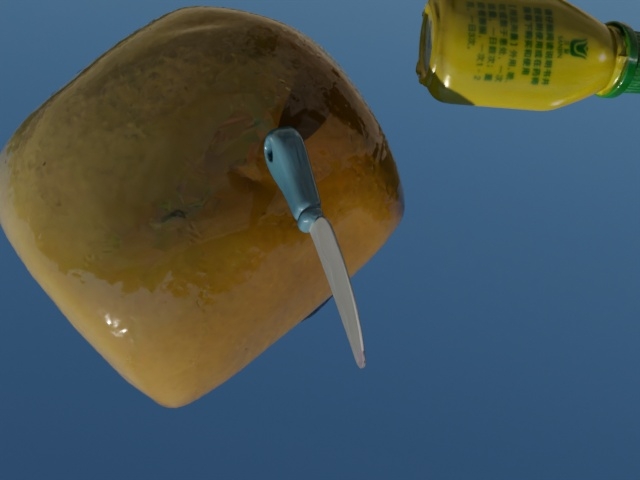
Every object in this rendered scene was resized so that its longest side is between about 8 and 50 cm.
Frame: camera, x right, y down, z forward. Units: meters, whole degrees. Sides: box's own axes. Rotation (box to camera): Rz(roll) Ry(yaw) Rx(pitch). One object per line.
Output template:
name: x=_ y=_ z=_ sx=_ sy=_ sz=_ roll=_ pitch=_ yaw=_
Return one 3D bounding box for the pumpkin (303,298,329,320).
pumpkin: x=-0.094 y=-0.005 z=1.715 sx=0.320 sy=0.192 sz=0.320 roll=-11 pitch=-166 yaw=3

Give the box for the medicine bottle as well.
medicine bottle: x=0.246 y=-0.174 z=1.263 sx=0.309 sy=0.111 sz=0.076 roll=4 pitch=-178 yaw=-11

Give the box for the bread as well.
bread: x=-0.123 y=-0.053 z=1.362 sx=0.376 sy=0.348 sz=0.253 roll=-37 pitch=179 yaw=-8

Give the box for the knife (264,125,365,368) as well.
knife: x=0.000 y=-0.002 z=1.175 sx=0.032 sy=0.058 sz=0.244 roll=-8 pitch=-122 yaw=-24
